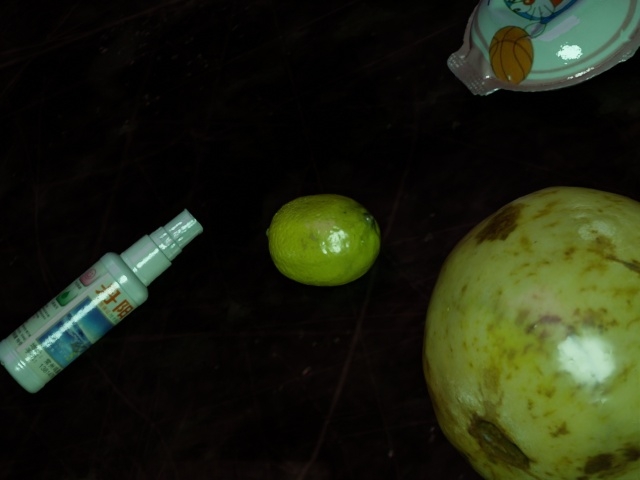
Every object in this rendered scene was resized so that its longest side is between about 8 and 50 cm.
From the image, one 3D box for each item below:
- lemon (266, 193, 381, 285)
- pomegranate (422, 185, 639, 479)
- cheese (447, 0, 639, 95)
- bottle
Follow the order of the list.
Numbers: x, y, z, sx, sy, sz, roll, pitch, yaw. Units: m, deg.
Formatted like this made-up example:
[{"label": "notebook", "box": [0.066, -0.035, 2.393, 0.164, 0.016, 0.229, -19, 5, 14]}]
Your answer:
[{"label": "lemon", "box": [0.000, 0.000, 1.212, 0.110, 0.082, 0.082, -1, 52, 37]}, {"label": "pomegranate", "box": [0.174, 0.066, 0.942, 0.215, 0.215, 0.215, -18, 45, 19]}, {"label": "cheese", "box": [0.242, -0.217, 1.257, 0.286, 0.074, 0.189, -32, 44, 2]}, {"label": "bottle", "box": [-0.199, 0.049, 1.309, 0.217, 0.060, 0.060, -42, 43, -5]}]
